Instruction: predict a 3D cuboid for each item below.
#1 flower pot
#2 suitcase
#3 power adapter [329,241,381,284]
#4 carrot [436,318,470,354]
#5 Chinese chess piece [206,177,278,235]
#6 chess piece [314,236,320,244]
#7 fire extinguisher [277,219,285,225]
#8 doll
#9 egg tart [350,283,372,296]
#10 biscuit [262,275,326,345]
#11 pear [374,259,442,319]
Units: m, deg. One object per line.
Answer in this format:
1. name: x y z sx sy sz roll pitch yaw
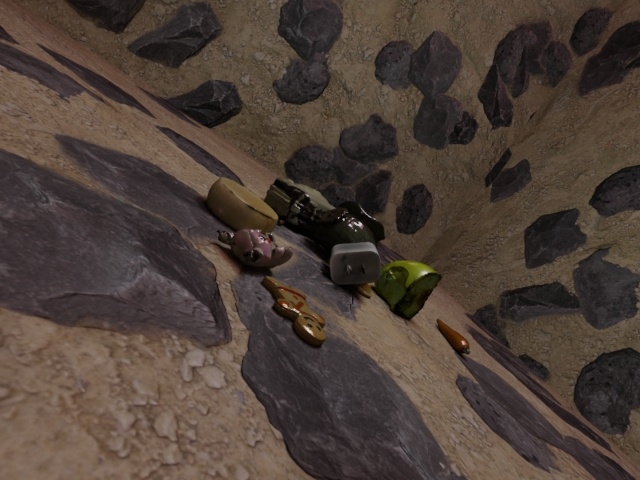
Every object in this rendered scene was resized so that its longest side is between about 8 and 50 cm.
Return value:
1. flower pot: 0.119 -0.031 1.775 0.301 0.213 0.302 40 -13 11
2. suitcase: -0.096 -0.177 1.958 0.339 0.194 0.351 36 8 39
3. power adapter: 0.130 0.090 1.517 0.186 0.124 0.255 -5 10 3
4. carrot: 0.601 0.435 1.867 0.069 0.069 0.336 33 7 -15
5. Chinese chess piece: -0.261 -0.107 1.358 0.250 0.097 0.251 36 10 -7
6. chess piece: 0.000 0.000 1.929 0.042 0.042 0.093 37 4 9
7. fire extinguisher: -0.174 -0.078 1.747 0.028 0.023 0.083 6 7 7
8. doll: -0.167 0.022 1.081 0.149 0.095 0.192 35 9 34
9. egg tart: 0.165 0.175 1.625 0.128 0.049 0.129 37 10 -7
10. biscuit: -0.052 0.168 0.973 0.153 0.030 0.234 27 12 -32
11. pear: 0.353 0.168 1.745 0.163 0.238 0.255 21 18 -35
